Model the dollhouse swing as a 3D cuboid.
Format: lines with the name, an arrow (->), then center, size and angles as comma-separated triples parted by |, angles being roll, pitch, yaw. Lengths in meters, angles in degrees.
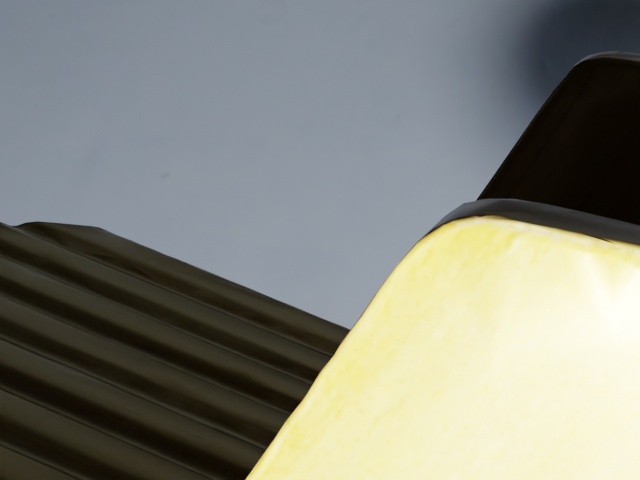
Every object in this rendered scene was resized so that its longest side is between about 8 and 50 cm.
dollhouse swing -> 0.000, 0.000, 0.538 | 0.305, 0.347, 0.315 | 36, 112, 7
